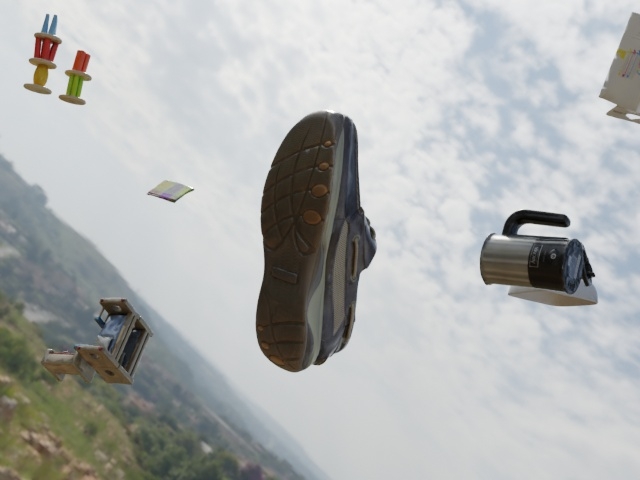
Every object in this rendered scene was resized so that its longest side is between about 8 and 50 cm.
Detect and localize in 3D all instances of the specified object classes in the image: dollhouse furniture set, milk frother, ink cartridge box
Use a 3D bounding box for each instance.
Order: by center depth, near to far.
[{"bbox_3d":[0.458,-0.225,1.193,0.092,0.143,0.090,9,19,-21],"label":"ink cartridge box"},{"bbox_3d":[0.341,0.035,1.352,0.135,0.129,0.143,6,-35,36],"label":"milk frother"},{"bbox_3d":[-0.469,0.204,1.792,0.184,0.129,0.129,-1,-41,22],"label":"dollhouse furniture set"}]

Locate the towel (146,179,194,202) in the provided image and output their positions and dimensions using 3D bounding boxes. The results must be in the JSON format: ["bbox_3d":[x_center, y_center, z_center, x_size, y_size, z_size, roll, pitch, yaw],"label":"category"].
[{"bbox_3d":[-0.297,-0.098,1.731,0.083,0.060,0.009,15,-50,32],"label":"towel"}]

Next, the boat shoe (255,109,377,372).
[{"bbox_3d":[0.000,0.000,1.187,0.130,0.355,0.132,-3,19,-45],"label":"boat shoe"}]

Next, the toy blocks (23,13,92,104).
[{"bbox_3d":[-0.489,-0.345,1.664,0.123,0.148,0.054,14,-7,-37],"label":"toy blocks"}]

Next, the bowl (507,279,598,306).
[{"bbox_3d":[0.455,0.091,1.709,0.142,0.053,0.142,13,-13,-20],"label":"bowl"}]
